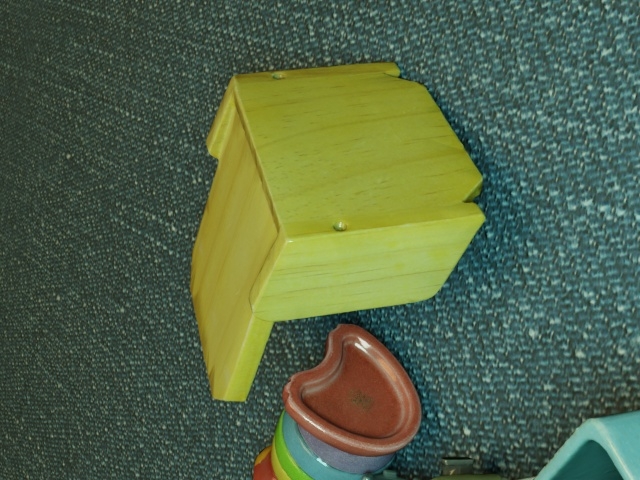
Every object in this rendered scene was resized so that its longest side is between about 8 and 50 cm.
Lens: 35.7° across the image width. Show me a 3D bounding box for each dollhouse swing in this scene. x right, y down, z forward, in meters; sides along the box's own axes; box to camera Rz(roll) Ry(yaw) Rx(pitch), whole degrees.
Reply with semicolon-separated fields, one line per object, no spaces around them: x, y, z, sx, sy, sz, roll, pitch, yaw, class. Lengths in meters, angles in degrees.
0.000;0.000;1.255;0.347;0.315;0.305;-112;19;-49;dollhouse swing

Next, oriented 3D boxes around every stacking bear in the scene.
-0.001;0.276;1.303;0.164;0.175;0.289;38;133;7;stacking bear

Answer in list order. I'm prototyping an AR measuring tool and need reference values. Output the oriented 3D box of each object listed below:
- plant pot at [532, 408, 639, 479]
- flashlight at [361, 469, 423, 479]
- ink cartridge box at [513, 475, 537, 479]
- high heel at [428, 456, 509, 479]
0.332;0.273;0.816;0.248;0.252;0.247;63;152;30;plant pot
0.057;0.429;1.214;0.103;0.103;0.304;34;119;56;flashlight
0.265;0.286;1.036;0.143;0.090;0.092;-26;68;46;ink cartridge box
0.151;0.333;1.025;0.093;0.261;0.186;-1;86;6;high heel
